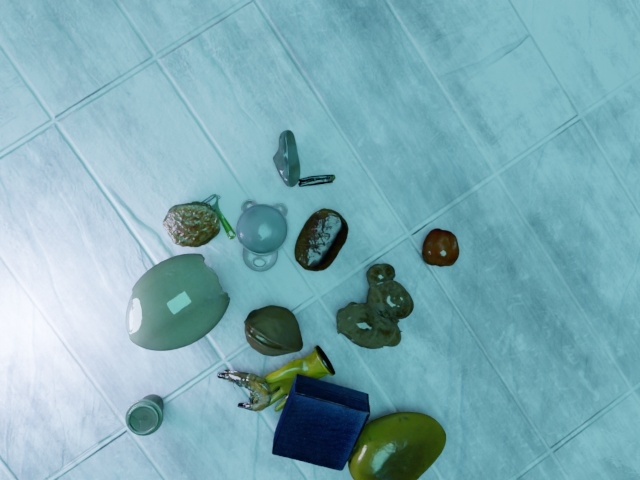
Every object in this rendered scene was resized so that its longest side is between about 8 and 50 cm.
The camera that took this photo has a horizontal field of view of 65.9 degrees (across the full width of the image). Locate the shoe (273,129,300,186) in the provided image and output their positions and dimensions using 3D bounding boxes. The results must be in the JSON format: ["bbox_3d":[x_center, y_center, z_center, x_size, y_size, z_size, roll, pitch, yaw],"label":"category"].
[{"bbox_3d":[-0.124,-0.285,1.722,0.078,0.079,0.195,4,104,32],"label":"shoe"}]

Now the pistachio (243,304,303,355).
[{"bbox_3d":[-0.154,0.308,1.634,0.213,0.260,0.162,24,99,3],"label":"pistachio"}]

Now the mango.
[{"bbox_3d":[0.270,0.736,1.724,0.365,0.182,0.252,-20,93,-4],"label":"mango"}]

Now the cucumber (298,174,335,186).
[{"bbox_3d":[-0.013,-0.214,1.746,0.135,0.034,0.033,-6,109,-2],"label":"cucumber"}]

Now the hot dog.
[{"bbox_3d":[0.002,0.001,1.719,0.161,0.099,0.226,35,89,-6],"label":"hot dog"}]

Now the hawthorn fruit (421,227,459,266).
[{"bbox_3d":[0.428,0.025,1.751,0.133,0.133,0.137,8,80,-6],"label":"hawthorn fruit"}]

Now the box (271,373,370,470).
[{"bbox_3d":[-0.001,0.622,1.685,0.262,0.116,0.278,18,114,-5],"label":"box"}]

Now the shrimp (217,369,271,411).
[{"bbox_3d":[-0.265,0.519,1.704,0.217,0.051,0.150,13,113,23],"label":"shrimp"}]

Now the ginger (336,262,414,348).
[{"bbox_3d":[0.207,0.237,1.732,0.245,0.155,0.304,31,80,1],"label":"ginger"}]

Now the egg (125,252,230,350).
[{"bbox_3d":[-0.470,0.206,1.585,0.336,0.278,0.278,-33,95,-8],"label":"egg"}]

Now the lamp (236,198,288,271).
[{"bbox_3d":[-0.201,-0.014,1.694,0.180,0.108,0.245,6,91,-2],"label":"lamp"}]

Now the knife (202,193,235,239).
[{"bbox_3d":[-0.344,-0.080,1.717,0.078,0.022,0.166,-31,95,18],"label":"knife"}]

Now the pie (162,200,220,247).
[{"bbox_3d":[-0.439,-0.055,1.684,0.194,0.079,0.163,1,105,-4],"label":"pie"}]

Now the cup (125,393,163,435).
[{"bbox_3d":[-0.579,0.577,1.652,0.120,0.141,0.120,0,88,-8],"label":"cup"}]

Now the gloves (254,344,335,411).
[{"bbox_3d":[-0.102,0.495,1.727,0.294,0.116,0.133,-33,86,3],"label":"gloves"}]
